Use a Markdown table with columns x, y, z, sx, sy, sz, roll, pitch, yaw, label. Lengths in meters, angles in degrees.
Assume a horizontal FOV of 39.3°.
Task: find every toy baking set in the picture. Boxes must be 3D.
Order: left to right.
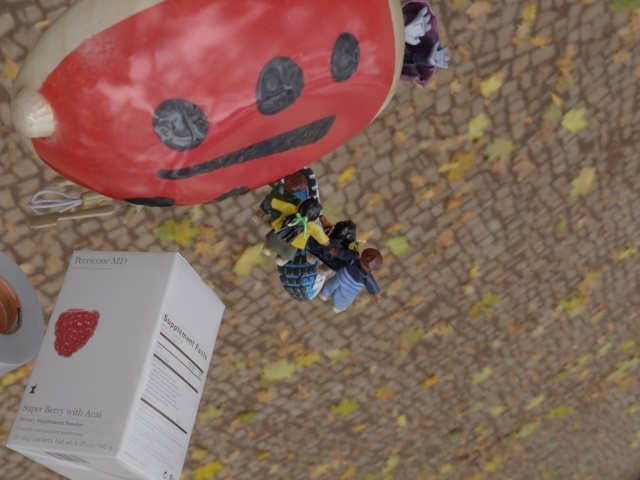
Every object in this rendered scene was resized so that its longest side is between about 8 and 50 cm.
| x | y | z | sx | sy | sz | roll | pitch | yaw | label |
| --- | --- | --- | --- | --- | --- | --- | --- | --- | --- |
| -0.400 | -0.082 | 1.579 | 0.197 | 0.256 | 0.030 | 8 | 128 | 6 | toy baking set |

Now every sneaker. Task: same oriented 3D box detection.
| x | y | z | sx | sy | sz | roll | pitch | yaw | label |
| --- | --- | --- | --- | --- | --- | --- | --- | --- | --- |
| -0.019 | -0.007 | 1.251 | 0.071 | 0.190 | 0.083 | -3 | 166 | 8 | sneaker |

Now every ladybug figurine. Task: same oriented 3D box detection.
| x | y | z | sx | sy | sz | roll | pitch | yaw | label |
| --- | --- | --- | --- | --- | --- | --- | --- | --- | --- |
| -0.079 | -0.153 | 0.868 | 0.449 | 0.162 | 0.305 | -26 | 160 | -36 | ladybug figurine |

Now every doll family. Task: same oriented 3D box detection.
| x | y | z | sx | sy | sz | roll | pitch | yaw | label |
| --- | --- | --- | --- | --- | --- | --- | --- | --- | --- |
| 0.000 | 0.000 | 1.024 | 0.111 | 0.193 | 0.076 | -49 | -173 | 45 | doll family |

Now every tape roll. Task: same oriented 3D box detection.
| x | y | z | sx | sy | sz | roll | pitch | yaw | label |
| --- | --- | --- | --- | --- | --- | --- | --- | --- | --- |
| -0.550 | 0.113 | 1.451 | 0.072 | 0.219 | 0.219 | -25 | 146 | 17 | tape roll |

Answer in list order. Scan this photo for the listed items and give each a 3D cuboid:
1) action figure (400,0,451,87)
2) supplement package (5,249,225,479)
| x | y | z | sx | sy | sz | roll | pitch | yaw | label |
| --- | --- | --- | --- | --- | --- | --- | --- | --- | --- |
| 0.046 | -0.368 | 1.708 | 0.275 | 0.370 | 0.248 | -52 | 144 | -40 | action figure |
| -0.275 | 0.179 | 1.253 | 0.178 | 0.292 | 0.175 | 0 | 150 | 20 | supplement package |
